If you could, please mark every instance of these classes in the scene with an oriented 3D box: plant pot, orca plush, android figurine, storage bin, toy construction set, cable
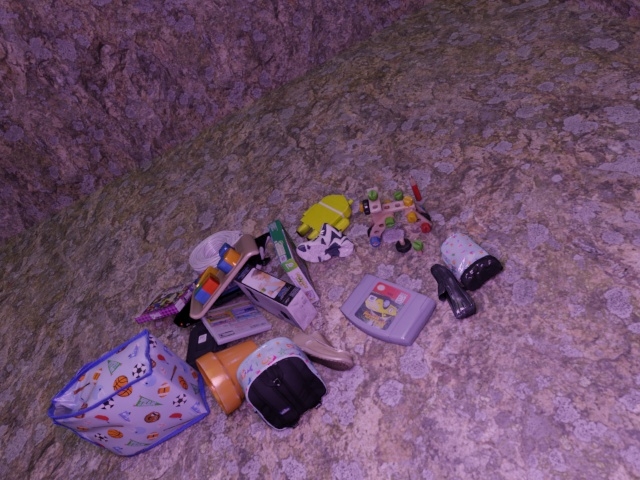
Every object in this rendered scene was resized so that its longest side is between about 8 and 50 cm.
[{"bbox_3d":[-0.282,0.436,1.510,0.188,0.205,0.205,-29,37,-25],"label":"plant pot"},{"bbox_3d":[-0.288,0.041,1.972,0.151,0.102,0.287,10,54,37],"label":"orca plush"},{"bbox_3d":[0.026,-0.102,1.967,0.273,0.056,0.248,-44,42,-15],"label":"android figurine"},{"bbox_3d":[-0.425,0.394,1.706,0.122,0.084,0.180,-21,42,11],"label":"storage bin"},{"bbox_3d":[0.285,-0.139,1.709,0.257,0.237,0.309,4,50,34],"label":"toy construction set"},{"bbox_3d":[-0.471,0.060,2.069,0.257,0.089,0.257,10,53,42],"label":"cable"}]

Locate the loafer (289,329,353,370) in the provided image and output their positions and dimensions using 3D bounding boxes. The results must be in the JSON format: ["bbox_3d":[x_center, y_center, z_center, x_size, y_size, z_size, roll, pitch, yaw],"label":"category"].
[{"bbox_3d":[-0.002,0.351,1.484,0.268,0.102,0.092,7,58,36],"label":"loafer"}]

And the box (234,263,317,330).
[{"bbox_3d":[-0.167,0.207,1.671,0.290,0.169,0.087,21,62,38],"label":"box"}]

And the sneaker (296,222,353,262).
[{"bbox_3d":[0.000,0.000,1.790,0.234,0.094,0.153,-10,38,-19],"label":"sneaker"}]

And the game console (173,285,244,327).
[{"bbox_3d":[-0.421,0.234,1.848,0.361,0.044,0.213,-25,17,0],"label":"game console"}]

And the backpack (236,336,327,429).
[{"bbox_3d":[-0.127,0.417,1.372,0.225,0.253,0.191,-37,41,-7],"label":"backpack"}]

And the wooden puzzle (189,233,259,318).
[{"bbox_3d":[-0.398,0.117,1.787,0.348,0.080,0.322,-47,18,0],"label":"wooden puzzle"}]

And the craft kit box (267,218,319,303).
[{"bbox_3d":[-0.103,0.080,1.711,0.061,0.247,0.250,-25,41,1],"label":"craft kit box"}]

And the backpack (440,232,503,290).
[{"bbox_3d":[0.481,0.061,1.483,0.152,0.115,0.182,-33,37,1],"label":"backpack"}]

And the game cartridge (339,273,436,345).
[{"bbox_3d":[0.213,0.232,1.517,0.294,0.060,0.196,19,64,42],"label":"game cartridge"}]

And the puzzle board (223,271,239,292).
[{"bbox_3d":[-0.395,0.165,1.981,0.096,0.011,0.128,-25,41,7],"label":"puzzle board"}]

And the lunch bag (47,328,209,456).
[{"bbox_3d":[-0.629,0.529,1.502,0.385,0.328,0.239,-34,37,0],"label":"lunch bag"}]

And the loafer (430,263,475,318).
[{"bbox_3d":[0.408,0.160,1.452,0.078,0.076,0.223,-24,44,-4],"label":"loafer"}]

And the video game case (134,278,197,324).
[{"bbox_3d":[-0.655,0.261,1.953,0.232,0.042,0.210,-18,23,22],"label":"video game case"}]

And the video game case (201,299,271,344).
[{"bbox_3d":[-0.321,0.303,1.701,0.212,0.023,0.193,-12,30,-32],"label":"video game case"}]
